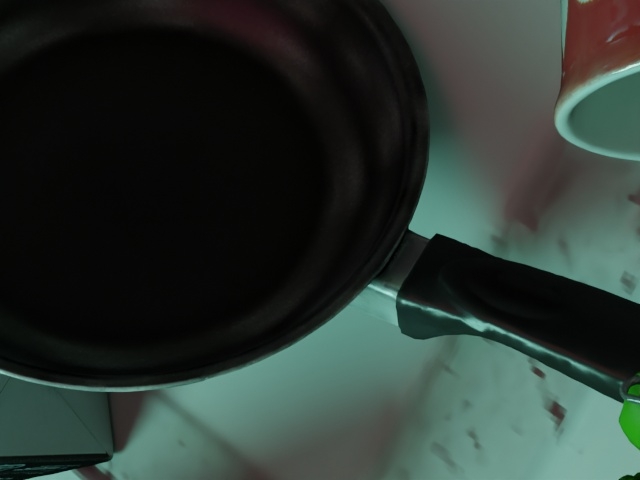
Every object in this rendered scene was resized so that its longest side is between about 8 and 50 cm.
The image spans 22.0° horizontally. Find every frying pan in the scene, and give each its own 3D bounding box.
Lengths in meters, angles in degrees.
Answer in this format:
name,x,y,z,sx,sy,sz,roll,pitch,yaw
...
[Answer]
name,x,y,z,sx,sy,sz,roll,pitch,yaw
frying pan,0.001,-0.025,0.547,0.326,0.053,0.197,7,58,2

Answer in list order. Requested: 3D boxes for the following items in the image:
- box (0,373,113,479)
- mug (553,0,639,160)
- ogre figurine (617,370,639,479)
name,x,y,z,sx,sy,sz,roll,pitch,yaw
box,-0.230,0.033,0.675,0.290,0.087,0.169,-17,76,29
mug,0.133,-0.116,0.469,0.113,0.150,0.169,148,122,-65
ogre figurine,0.129,0.133,0.433,0.118,0.097,0.197,6,80,42
